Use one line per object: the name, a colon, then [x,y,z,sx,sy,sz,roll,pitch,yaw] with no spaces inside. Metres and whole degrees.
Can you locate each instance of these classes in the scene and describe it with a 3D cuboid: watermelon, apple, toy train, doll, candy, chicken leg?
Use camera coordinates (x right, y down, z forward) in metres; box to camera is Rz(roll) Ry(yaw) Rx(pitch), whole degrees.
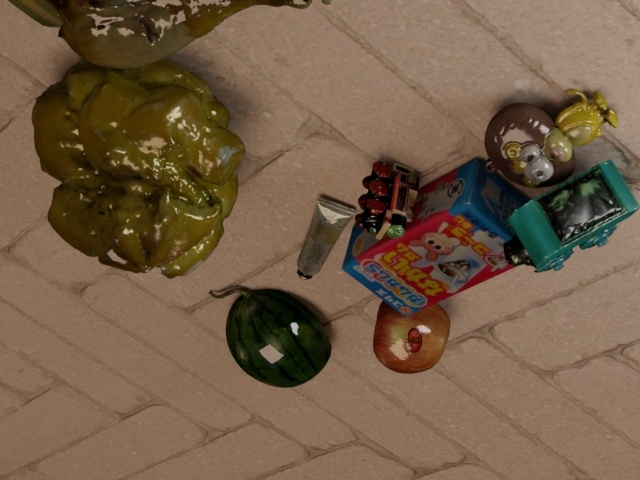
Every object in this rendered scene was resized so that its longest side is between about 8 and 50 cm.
watermelon: [-0.093,0.196,2.283,0.204,0.127,0.232,-7,131,35]
apple: [0.158,0.161,2.116,0.130,0.146,0.146,9,143,4]
toy train: [0.104,-0.059,1.861,0.087,0.138,0.050,20,141,-10]
doll: [0.312,-0.146,1.702,0.145,0.096,0.188,24,134,-19]
candy: [0.189,0.003,1.936,0.157,0.100,0.306,36,141,-23]
chicken leg: [-0.175,-0.330,1.652,0.429,0.153,0.201,-8,149,20]
toy train: [0.355,-0.031,1.747,0.107,0.198,0.154,61,171,12]

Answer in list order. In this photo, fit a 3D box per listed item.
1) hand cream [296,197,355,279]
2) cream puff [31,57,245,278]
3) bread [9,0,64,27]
hand cream: [0.000,0.000,2.062,0.067,0.042,0.194,22,139,-2]
cream puff: [-0.287,-0.095,1.872,0.378,0.275,0.378,14,143,11]
bread: [-0.404,-0.335,1.772,0.074,0.084,0.139,8,143,12]
